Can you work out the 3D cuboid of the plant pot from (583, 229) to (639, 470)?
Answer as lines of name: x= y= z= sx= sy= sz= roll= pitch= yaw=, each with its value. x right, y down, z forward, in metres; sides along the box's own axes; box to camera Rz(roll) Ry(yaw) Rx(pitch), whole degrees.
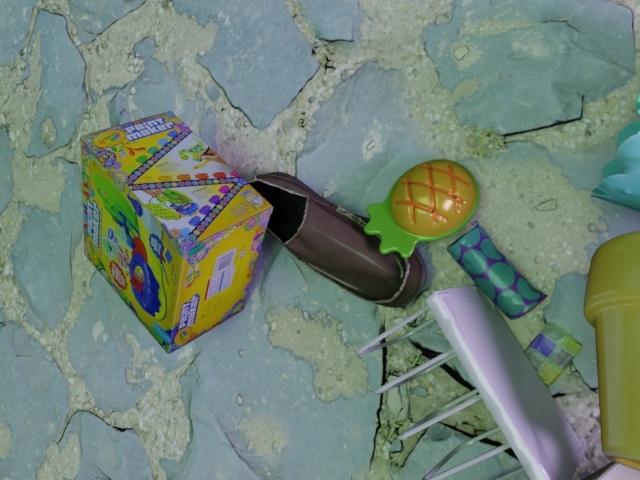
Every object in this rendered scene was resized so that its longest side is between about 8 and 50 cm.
plant pot: x=0.420 y=0.143 z=0.622 sx=0.254 sy=0.254 sz=0.239 roll=9 pitch=71 yaw=27

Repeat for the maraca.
maraca: x=0.155 y=-0.051 z=0.867 sx=0.186 sy=0.099 sz=0.127 roll=-35 pitch=64 yaw=-1

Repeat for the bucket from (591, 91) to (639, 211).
bucket: x=0.457 y=-0.134 z=0.640 sx=0.183 sy=0.281 sz=0.281 roll=26 pitch=102 yaw=20

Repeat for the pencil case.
pencil case: x=0.262 y=0.047 z=0.845 sx=0.151 sy=0.070 sz=0.064 roll=52 pitch=150 yaw=16

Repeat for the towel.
towel: x=0.339 y=0.170 z=0.838 sx=0.060 sy=0.009 sz=0.083 roll=40 pitch=107 yaw=22

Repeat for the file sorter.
file sorter: x=0.202 y=0.226 z=0.798 sx=0.173 sy=0.193 sz=0.277 roll=-37 pitch=71 yaw=27

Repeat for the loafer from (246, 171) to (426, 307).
loafer: x=0.000 y=0.000 z=0.940 sx=0.366 sy=0.130 sz=0.133 roll=29 pitch=103 yaw=24

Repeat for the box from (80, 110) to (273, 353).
box: x=-0.263 y=-0.014 z=0.987 sx=0.279 sy=0.177 sz=0.290 roll=43 pitch=138 yaw=21

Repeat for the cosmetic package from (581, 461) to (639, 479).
cosmetic package: x=0.292 y=0.408 z=0.713 sx=0.113 sy=0.160 sz=0.309 roll=55 pitch=135 yaw=27
